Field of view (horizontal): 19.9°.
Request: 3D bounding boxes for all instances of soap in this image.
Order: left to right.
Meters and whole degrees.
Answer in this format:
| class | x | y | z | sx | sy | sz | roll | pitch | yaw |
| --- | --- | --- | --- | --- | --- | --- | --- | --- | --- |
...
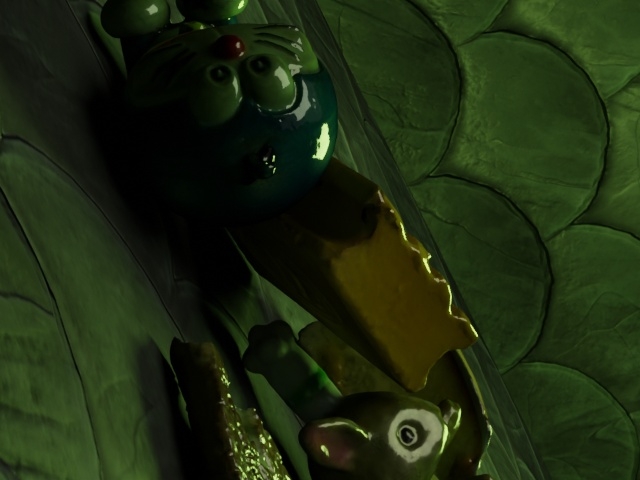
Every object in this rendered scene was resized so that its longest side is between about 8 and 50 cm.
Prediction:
| class | x | y | z | sx | sy | sz | roll | pitch | yaw |
| --- | --- | --- | --- | --- | --- | --- | --- | --- | --- |
| soap | 0.000 | 0.000 | 1.787 | 0.324 | 0.096 | 0.204 | 35 | -18 | 55 |

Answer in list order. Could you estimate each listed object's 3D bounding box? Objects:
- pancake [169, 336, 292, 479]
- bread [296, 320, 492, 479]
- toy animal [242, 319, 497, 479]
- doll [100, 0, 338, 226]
| class | x | y | z | sx | sy | sz | roll | pitch | yaw |
| --- | --- | --- | --- | --- | --- | --- | --- | --- | --- |
| pancake | -0.039 | 0.248 | 1.477 | 0.197 | 0.054 | 0.376 | 21 | 48 | -75 |
| bread | 0.092 | 0.189 | 1.997 | 0.251 | 0.174 | 0.133 | 66 | 6 | 27 |
| toy animal | 0.078 | 0.223 | 1.751 | 0.363 | 0.180 | 0.181 | 65 | -6 | -22 |
| doll | -0.092 | -0.126 | 1.674 | 0.322 | 0.199 | 0.186 | -116 | -164 | -61 |
